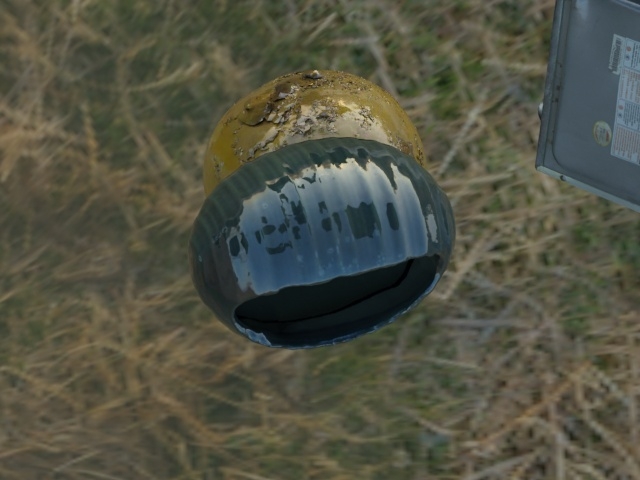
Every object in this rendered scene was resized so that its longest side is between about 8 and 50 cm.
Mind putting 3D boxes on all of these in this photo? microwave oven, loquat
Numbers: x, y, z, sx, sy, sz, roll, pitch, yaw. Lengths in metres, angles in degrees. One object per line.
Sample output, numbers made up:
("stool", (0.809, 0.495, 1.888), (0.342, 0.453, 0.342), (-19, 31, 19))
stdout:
("microwave oven", (0.251, -0.158, 1.289), (0.194, 0.145, 0.240), (-35, 140, -39))
("loquat", (-0.002, -0.063, 1.865), (0.235, 0.235, 0.235), (2, 82, -19))

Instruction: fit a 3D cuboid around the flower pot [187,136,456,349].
("flower pot", (0.000, 0.000, 1.637), (0.243, 0.189, 0.157), (-15, 60, -17))
